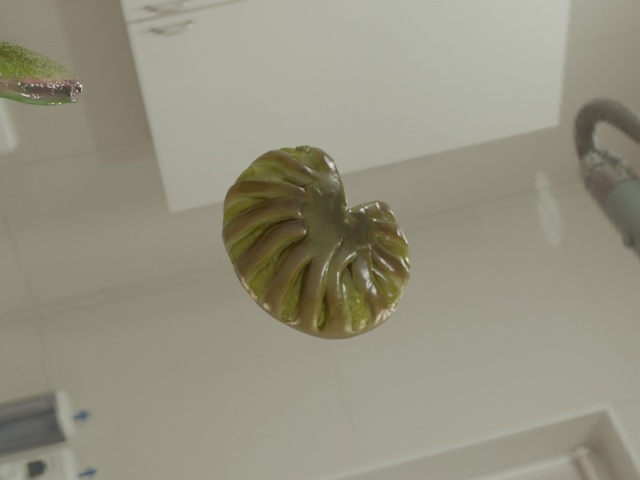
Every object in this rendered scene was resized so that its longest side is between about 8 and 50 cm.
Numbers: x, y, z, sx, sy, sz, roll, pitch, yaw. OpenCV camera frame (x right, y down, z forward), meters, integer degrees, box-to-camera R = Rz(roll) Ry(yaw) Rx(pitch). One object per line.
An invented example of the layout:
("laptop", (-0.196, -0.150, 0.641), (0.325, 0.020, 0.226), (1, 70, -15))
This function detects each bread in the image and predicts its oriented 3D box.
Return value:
("bread", (0.000, 0.000, 1.904), (0.160, 0.333, 0.333), (-46, -128, 49))
("bread", (-0.401, -0.216, 1.471), (0.228, 0.228, 0.033), (-118, -135, -65))
